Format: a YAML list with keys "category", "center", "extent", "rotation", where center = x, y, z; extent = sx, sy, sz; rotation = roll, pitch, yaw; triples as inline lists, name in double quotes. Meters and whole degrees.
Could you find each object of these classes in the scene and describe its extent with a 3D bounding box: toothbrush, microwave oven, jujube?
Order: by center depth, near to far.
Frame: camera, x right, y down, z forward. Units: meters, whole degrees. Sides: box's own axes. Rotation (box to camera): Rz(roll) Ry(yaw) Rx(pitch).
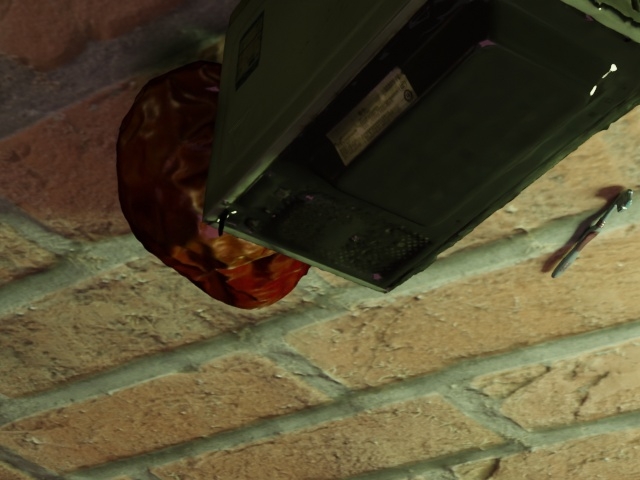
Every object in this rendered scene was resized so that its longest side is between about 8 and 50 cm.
- category: "microwave oven"
  center: [0.090, -0.157, 0.913]
  extent: [0.218, 0.286, 0.355]
  rotation: [22, 138, -25]
- category: "jujube"
  center: [-0.098, -0.042, 1.196]
  extent: [0.216, 0.216, 0.342]
  rotation: [1, 158, 6]
- category: "toothbrush"
  center: [0.314, -0.003, 1.335]
  extent: [0.013, 0.019, 0.193]
  rotation: [13, 147, -12]
